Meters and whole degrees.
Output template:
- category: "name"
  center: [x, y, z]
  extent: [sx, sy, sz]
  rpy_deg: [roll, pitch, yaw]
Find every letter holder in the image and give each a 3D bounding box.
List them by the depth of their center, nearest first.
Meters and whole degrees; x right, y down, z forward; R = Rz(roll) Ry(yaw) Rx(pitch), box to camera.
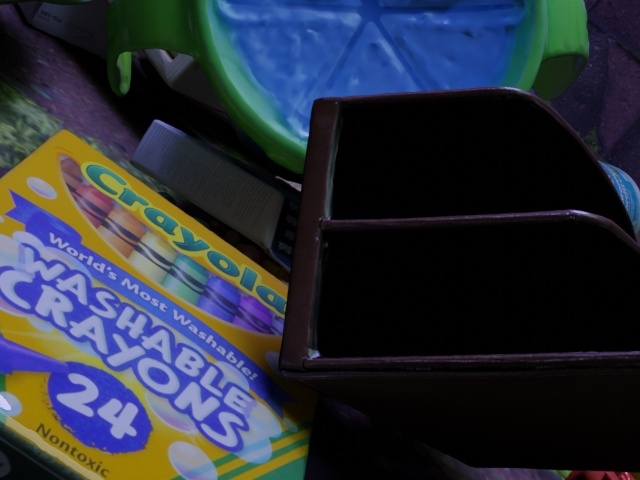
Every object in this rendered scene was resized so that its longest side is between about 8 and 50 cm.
- category: "letter holder"
  center: [0.145, 0.040, 0.635]
  extent: [0.302, 0.214, 0.152]
  rpy_deg: [37, 55, -58]

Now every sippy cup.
- category: "sippy cup"
  center: [0.018, -0.137, 0.799]
  extent: [0.305, 0.240, 0.224]
  rpy_deg: [34, -12, -3]

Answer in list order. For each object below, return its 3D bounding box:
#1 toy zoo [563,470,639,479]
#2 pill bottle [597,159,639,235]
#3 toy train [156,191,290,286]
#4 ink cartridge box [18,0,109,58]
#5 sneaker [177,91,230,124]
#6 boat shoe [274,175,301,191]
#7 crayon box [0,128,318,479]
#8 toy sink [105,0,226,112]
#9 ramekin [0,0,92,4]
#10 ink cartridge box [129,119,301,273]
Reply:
- category: "toy zoo"
  center: [0.241, 0.243, 0.778]
  extent: [0.192, 0.030, 0.293]
  rpy_deg: [57, 23, 11]
- category: "pill bottle"
  center: [0.352, -0.050, 1.544]
  extent: [0.146, 0.146, 0.264]
  rpy_deg: [48, 21, 25]
- category: "toy train"
  center: [-0.054, 0.027, 0.760]
  extent: [0.166, 0.046, 0.125]
  rpy_deg: [34, 5, 39]
- category: "ink cartridge box"
  center: [-0.243, -0.243, 1.042]
  extent: [0.099, 0.056, 0.135]
  rpy_deg: [20, 25, -45]
- category: "sneaker"
  center: [-0.036, -0.121, 1.106]
  extent: [0.314, 0.116, 0.136]
  rpy_deg: [28, -25, 7]
- category: "boat shoe"
  center: [-0.001, -0.031, 1.011]
  extent: [0.050, 0.045, 0.135]
  rpy_deg: [43, 6, -43]
- category: "crayon box"
  center: [-0.103, 0.056, 0.567]
  extent: [0.203, 0.083, 0.323]
  rpy_deg: [36, 18, -9]
- category: "toy sink"
  center: [-0.114, -0.254, 0.983]
  extent: [0.234, 0.153, 0.131]
  rpy_deg: [54, 17, 23]
- category: "ramekin"
  center: [-0.274, -0.312, 0.802]
  extent: [0.303, 0.148, 0.303]
  rpy_deg: [-10, 90, -83]
- category: "ink cartridge box"
  center: [0.000, 0.000, 0.819]
  extent: [0.224, 0.045, 0.223]
  rpy_deg: [33, 5, 41]
